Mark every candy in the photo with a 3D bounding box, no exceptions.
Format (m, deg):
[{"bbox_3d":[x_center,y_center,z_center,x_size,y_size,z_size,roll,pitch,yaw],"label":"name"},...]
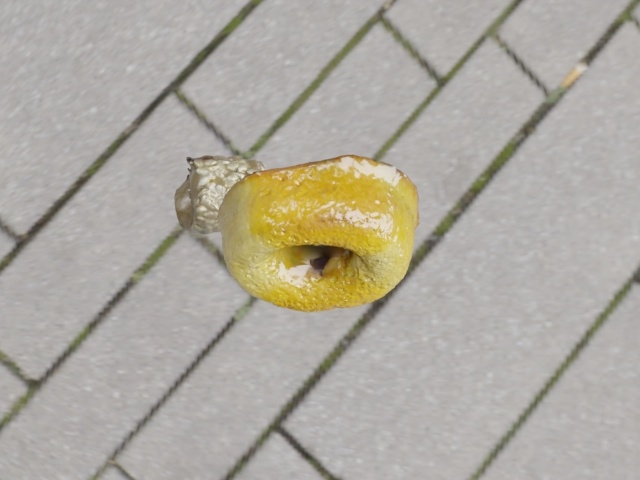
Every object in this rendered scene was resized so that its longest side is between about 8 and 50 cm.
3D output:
[{"bbox_3d":[-0.111,-0.052,1.760,0.110,0.095,0.085,-3,71,-18],"label":"candy"}]

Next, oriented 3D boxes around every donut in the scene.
[{"bbox_3d":[0.000,0.002,1.400,0.190,0.174,0.075,1,55,-4],"label":"donut"}]
